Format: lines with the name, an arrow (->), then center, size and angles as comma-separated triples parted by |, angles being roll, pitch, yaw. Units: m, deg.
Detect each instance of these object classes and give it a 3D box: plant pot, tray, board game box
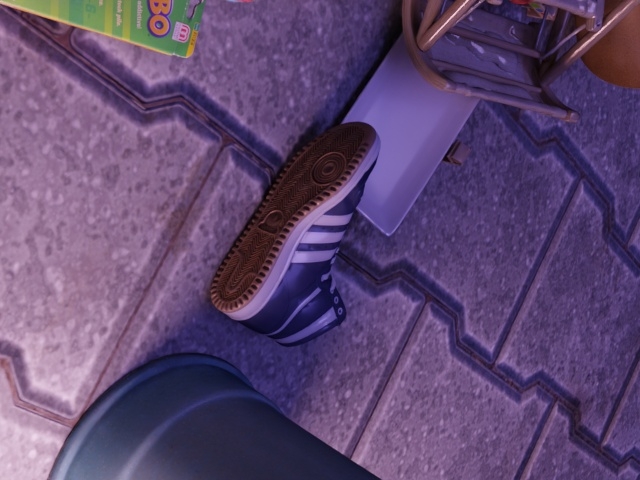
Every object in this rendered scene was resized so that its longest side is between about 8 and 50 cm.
plant pot -> -0.075, 0.339, 1.256 | 0.341, 0.334, 0.341 | -21, 120, -41
tray -> 0.103, -0.152, 1.469 | 0.145, 0.030, 0.270 | 41, 72, -22
board game box -> -0.215, -0.262, 1.080 | 0.259, 0.039, 0.124 | 11, 97, -41
plant pot -> 0.459, -0.386, 1.626 | 0.237, 0.237, 0.254 | -57, 143, -16

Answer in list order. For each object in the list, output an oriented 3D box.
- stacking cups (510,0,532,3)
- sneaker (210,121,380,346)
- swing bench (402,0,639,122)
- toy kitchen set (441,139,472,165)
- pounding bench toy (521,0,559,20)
stacking cups -> 0.236, -0.447, 1.484 | 0.096, 0.096, 0.316 | -55, 138, -18
sneaker -> 0.000, 0.000, 1.381 | 0.282, 0.099, 0.153 | -53, 133, -7
swing bench -> 0.259, -0.305, 1.442 | 0.253, 0.165, 0.255 | 7, 123, -40
toy kitchen set -> 0.154, -0.135, 1.531 | 0.083, 0.068, 0.075 | -58, 138, -15
pounding bench toy -> 0.326, -0.352, 1.627 | 0.065, 0.083, 0.052 | 28, 83, -50
